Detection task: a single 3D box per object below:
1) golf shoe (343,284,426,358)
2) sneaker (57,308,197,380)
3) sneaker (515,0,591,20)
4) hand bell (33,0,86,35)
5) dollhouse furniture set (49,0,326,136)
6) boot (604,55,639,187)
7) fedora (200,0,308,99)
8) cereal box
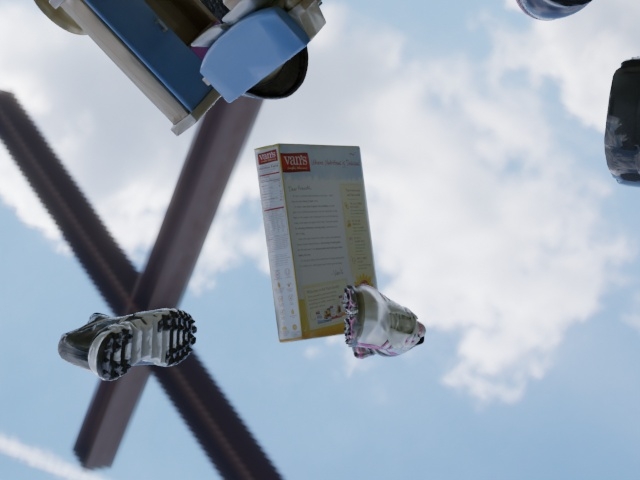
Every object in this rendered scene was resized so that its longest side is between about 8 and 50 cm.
[{"bbox_3d":[0.068,0.084,1.405,0.085,0.068,0.186,-3,168,8],"label":"golf shoe"},{"bbox_3d":[-0.251,0.125,1.711,0.106,0.078,0.234,10,-171,26],"label":"sneaker"},{"bbox_3d":[0.236,-0.366,1.272,0.112,0.319,0.131,14,174,-4],"label":"sneaker"},{"bbox_3d":[-0.285,-0.406,1.830,0.126,0.242,0.126,36,-147,-29],"label":"hand bell"},{"bbox_3d":[-0.081,-0.299,1.373,0.198,0.303,0.286,47,-128,-13],"label":"dollhouse furniture set"},{"bbox_3d":[0.501,-0.085,1.044,0.445,0.146,0.367,5,-164,33],"label":"boot"},{"bbox_3d":[-0.110,-0.386,2.119,0.334,0.152,0.334,25,-138,-25],"label":"fedora"},{"bbox_3d":[0.000,0.000,1.648,0.047,0.240,0.173,-10,175,37],"label":"cereal box"}]
